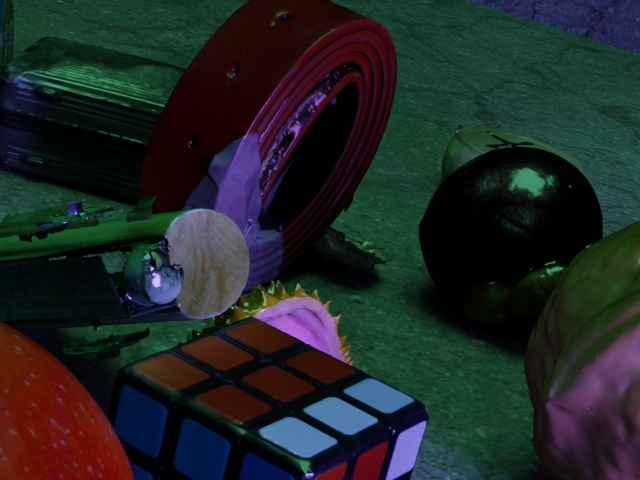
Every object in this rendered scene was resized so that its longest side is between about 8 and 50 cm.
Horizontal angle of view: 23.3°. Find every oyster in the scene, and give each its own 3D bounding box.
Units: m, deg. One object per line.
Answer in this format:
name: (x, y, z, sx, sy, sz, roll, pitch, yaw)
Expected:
oyster: (0.002, -0.002, 1.692, 0.166, 0.053, 0.108, 24, 14, 27)

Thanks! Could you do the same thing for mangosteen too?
mangosteen: (0.205, 0.002, 1.638, 0.210, 0.210, 0.210, 13, 20, -5)

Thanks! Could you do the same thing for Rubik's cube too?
Rubik's cube: (-0.045, 0.166, 1.058, 0.161, 0.162, 0.163, 24, 21, 27)

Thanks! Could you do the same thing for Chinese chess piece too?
Chinese chess piece: (0.254, -0.089, 2.050, 0.188, 0.083, 0.188, 14, 18, -4)

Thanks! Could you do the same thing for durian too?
durian: (-0.052, 0.109, 1.293, 0.182, 0.165, 0.132, -29, 75, -22)

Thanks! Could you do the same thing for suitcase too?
suitcase: (-0.212, -0.134, 1.780, 0.312, 0.128, 0.202, 14, 20, 2)

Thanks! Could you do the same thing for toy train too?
toy train: (-0.202, 0.018, 1.260, 0.307, 0.126, 0.189, -6, 16, 41)

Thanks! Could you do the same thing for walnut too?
walnut: (0.328, 0.119, 1.271, 0.344, 0.306, 0.306, -5, 27, -27)

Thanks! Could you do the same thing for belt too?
belt: (-0.053, -0.093, 1.568, 0.115, 0.324, 0.227, 31, -2, 34)

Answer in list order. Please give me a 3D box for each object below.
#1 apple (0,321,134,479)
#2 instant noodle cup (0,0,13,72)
apple: (-0.217, 0.167, 0.804, 0.216, 0.260, 0.260, 26, 23, 17)
instant noodle cup: (-0.479, -0.215, 1.742, 0.233, 0.207, 0.207, 7, 21, -2)
